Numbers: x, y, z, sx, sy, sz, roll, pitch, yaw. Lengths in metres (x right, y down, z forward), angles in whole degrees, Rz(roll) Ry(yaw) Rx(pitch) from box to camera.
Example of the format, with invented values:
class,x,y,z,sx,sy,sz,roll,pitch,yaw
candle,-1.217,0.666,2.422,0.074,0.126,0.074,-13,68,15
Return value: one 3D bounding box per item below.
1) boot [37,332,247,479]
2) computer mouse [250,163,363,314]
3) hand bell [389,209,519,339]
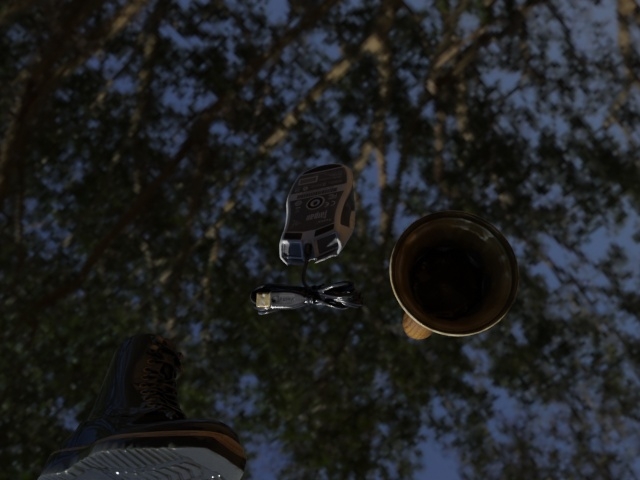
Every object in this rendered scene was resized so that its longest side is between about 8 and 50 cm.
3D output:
class,x,y,z,sx,sy,sz,roll,pitch,yaw
boot,-0.114,0.114,0.812,0.077,0.198,0.137,46,-132,-30
computer mouse,0.000,0.000,1.071,0.193,0.106,0.042,-76,-32,-46
hand bell,0.120,0.068,1.204,0.126,0.126,0.242,57,166,14
